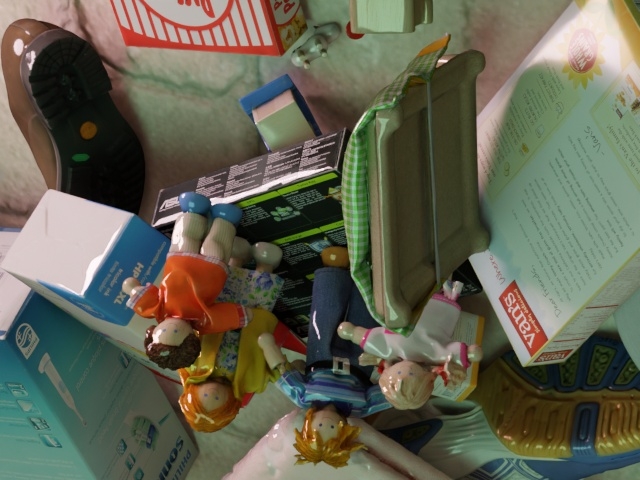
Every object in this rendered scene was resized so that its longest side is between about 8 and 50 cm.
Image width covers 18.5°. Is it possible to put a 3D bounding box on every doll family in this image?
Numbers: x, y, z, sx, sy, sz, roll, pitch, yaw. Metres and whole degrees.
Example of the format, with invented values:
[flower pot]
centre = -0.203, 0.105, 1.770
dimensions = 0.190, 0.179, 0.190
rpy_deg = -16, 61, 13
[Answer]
[doll family]
centre = -0.015, 0.079, 1.431
dimensions = 0.263, 0.163, 0.118
rpy_deg = 9, 148, 5

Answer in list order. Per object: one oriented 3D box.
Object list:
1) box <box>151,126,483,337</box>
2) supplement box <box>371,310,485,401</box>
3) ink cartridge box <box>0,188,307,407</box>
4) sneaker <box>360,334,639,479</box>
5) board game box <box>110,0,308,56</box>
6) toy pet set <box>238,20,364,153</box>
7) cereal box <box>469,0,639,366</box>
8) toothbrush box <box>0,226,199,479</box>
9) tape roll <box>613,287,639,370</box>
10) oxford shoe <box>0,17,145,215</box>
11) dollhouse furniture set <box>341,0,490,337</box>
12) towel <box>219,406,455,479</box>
[box]
centre = 0.000, 0.000, 1.500
dimensions = 0.191, 0.045, 0.184
rpy_deg = -17, 136, 38
[supplement box]
centre = 0.072, 0.079, 1.505
dimensions = 0.098, 0.062, 0.036
rpy_deg = 16, 151, -10
[ink cartridge box]
centre = -0.122, 0.057, 1.555
dimensions = 0.231, 0.078, 0.134
rpy_deg = 39, 166, -36
[sneaker]
centre = 0.164, 0.158, 1.540
dimensions = 0.296, 0.112, 0.131
rpy_deg = -9, 134, 36
[board game box]
centre = -0.102, -0.230, 1.434
dimensions = 0.147, 0.045, 0.193
rpy_deg = 6, 130, 32
[toy pet set]
centre = 0.007, -0.099, 1.483
dimensions = 0.114, 0.065, 0.122
rpy_deg = -29, 110, 5
[cereal box]
centre = 0.180, -0.047, 1.351
dimensions = 0.240, 0.047, 0.173
rpy_deg = -52, 53, 44
[toothbrush box]
centre = -0.268, 0.130, 1.704
dimensions = 0.216, 0.126, 0.295
rpy_deg = 2, 136, 30
[tape roll]
centre = 0.317, 0.037, 1.367
dimensions = 0.219, 0.072, 0.219
rpy_deg = 16, 129, 21
[oxford shoe]
centre = -0.203, -0.087, 1.603
dimensions = 0.096, 0.083, 0.227
rpy_deg = 36, 146, 44
[dollhouse furniture set]
centre = 0.013, -0.110, 1.310
dimensions = 0.151, 0.197, 0.301
rpy_deg = 4, 107, 22
[towel]
centre = 0.048, 0.275, 1.606
dimensions = 0.317, 0.053, 0.332
rpy_deg = 32, 142, -9
